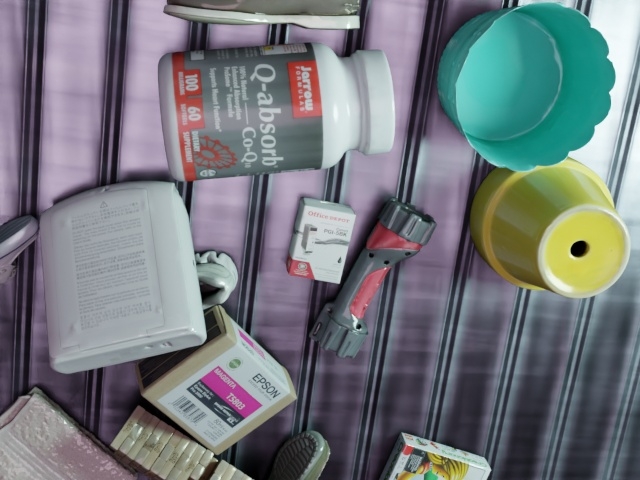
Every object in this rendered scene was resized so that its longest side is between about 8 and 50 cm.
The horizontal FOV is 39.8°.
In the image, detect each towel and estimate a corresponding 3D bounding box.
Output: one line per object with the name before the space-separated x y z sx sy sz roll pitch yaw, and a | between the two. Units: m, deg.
towel | -0.505 0.422 1.669 0.187 0.049 0.282 -43 107 7

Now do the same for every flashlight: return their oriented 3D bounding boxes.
flashlight | 0.100 0.074 1.616 0.103 0.103 0.304 15 108 -40

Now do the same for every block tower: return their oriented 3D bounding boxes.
block tower | -0.230 0.439 1.642 0.335 0.097 0.091 35 63 -6

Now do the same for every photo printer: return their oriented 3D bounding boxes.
photo printer | -0.336 0.047 1.474 0.256 0.107 0.307 -13 65 0

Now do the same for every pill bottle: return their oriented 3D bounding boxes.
pill bottle | -0.073 -0.215 1.447 0.363 0.210 0.210 -6 107 -6

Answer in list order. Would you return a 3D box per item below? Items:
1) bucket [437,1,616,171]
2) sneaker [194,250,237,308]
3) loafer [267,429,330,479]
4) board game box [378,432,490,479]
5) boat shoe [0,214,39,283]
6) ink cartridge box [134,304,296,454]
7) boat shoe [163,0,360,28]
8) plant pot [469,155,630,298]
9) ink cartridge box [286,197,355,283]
bucket | 0.337 -0.266 1.497 0.281 0.183 0.281 -2 108 -6
sneaker | -0.292 0.096 1.562 0.292 0.118 0.110 -15 110 -1
loafer | -0.049 0.475 1.732 0.087 0.094 0.251 16 115 -37
board game box | 0.194 0.555 1.795 0.193 0.053 0.305 19 103 -13
boat shoe | -0.566 0.039 1.538 0.226 0.083 0.076 -30 120 14
ink cartridge box | -0.187 0.258 1.602 0.193 0.088 0.234 -36 128 6
boat shoe | -0.092 -0.399 1.441 0.324 0.116 0.096 0 102 -11
plant pot | 0.417 -0.015 1.555 0.254 0.239 0.254 -2 106 -6
ink cartridge box | 0.000 0.000 1.600 0.099 0.056 0.135 10 106 -9
